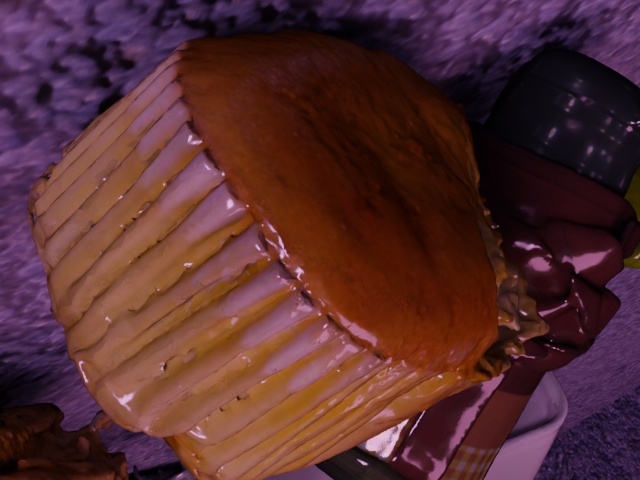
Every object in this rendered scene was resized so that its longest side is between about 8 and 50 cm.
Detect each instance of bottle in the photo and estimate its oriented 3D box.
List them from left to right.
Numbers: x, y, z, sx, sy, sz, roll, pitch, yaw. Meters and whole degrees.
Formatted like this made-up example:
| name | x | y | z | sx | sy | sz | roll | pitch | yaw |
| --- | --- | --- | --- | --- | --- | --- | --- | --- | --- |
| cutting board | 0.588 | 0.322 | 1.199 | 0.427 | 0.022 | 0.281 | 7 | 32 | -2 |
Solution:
| name | x | y | z | sx | sy | sz | roll | pitch | yaw |
| --- | --- | --- | --- | --- | --- | --- | --- | --- | --- |
| bottle | 0.093 | 0.019 | 0.703 | 0.143 | 0.156 | 0.271 | 20 | 104 | -51 |

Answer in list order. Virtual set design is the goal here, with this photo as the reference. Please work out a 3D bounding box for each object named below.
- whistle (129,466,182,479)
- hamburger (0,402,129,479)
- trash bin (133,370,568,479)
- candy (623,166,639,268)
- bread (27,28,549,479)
| name | x | y | z | sx | sy | sz | roll | pitch | yaw |
| --- | --- | --- | --- | --- | --- | --- | --- | --- | --- |
| whistle | -0.166 | 0.273 | 1.276 | 0.062 | 0.062 | 0.312 | -37 | 160 | 32 |
| hamburger | -0.270 | 0.203 | 0.759 | 0.314 | 0.170 | 0.290 | -32 | 168 | 13 |
| trash bin | 0.018 | 0.168 | 0.962 | 0.295 | 0.256 | 0.368 | -15 | 153 | -17 |
| candy | 0.260 | -0.027 | 0.957 | 0.096 | 0.097 | 0.209 | -35 | 164 | 26 |
| bread | 0.000 | 0.000 | 0.530 | 0.133 | 0.179 | 0.250 | -38 | 160 | 25 |
